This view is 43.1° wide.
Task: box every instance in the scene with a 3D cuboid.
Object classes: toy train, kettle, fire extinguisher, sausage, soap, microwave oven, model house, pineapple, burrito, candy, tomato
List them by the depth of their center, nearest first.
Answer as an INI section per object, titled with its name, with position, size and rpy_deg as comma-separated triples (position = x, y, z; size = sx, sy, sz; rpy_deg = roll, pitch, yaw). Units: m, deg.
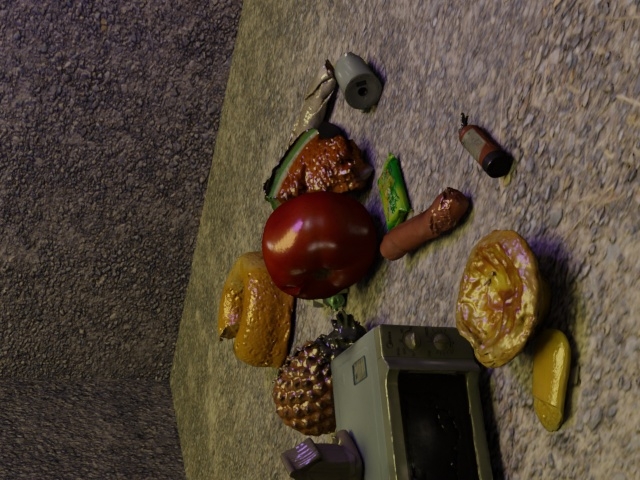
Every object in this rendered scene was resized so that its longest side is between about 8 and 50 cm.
[soap]
position = 0.367, 0.225, 1.293
size = 0.089, 0.033, 0.168
rpy_deg = 176, 97, -76
[model house]
position = -0.015, 0.468, 1.471
size = 0.122, 0.188, 0.229
rpy_deg = 11, 97, 54
[microwave oven]
position = 0.174, 0.363, 1.523
size = 0.286, 0.218, 0.355
rpy_deg = 128, 141, -58
[fire extinguisher]
position = 0.302, -0.183, 1.536
size = 0.177, 0.050, 0.062
rpy_deg = -115, 17, -52
[sausage]
position = 0.215, -0.029, 1.706
size = 0.304, 0.078, 0.078
rpy_deg = 140, 131, -61
[candy]
position = 0.168, -0.110, 1.903
size = 0.102, 0.032, 0.178
rpy_deg = 120, 148, -49
[pineapple]
position = 0.026, 0.300, 1.985
size = 0.357, 0.223, 0.223
rpy_deg = -63, 29, 30
[tomato]
position = 0.000, 0.000, 2.000
size = 0.298, 0.298, 0.226
rpy_deg = 116, 152, -45
[kettle]
position = 0.100, -0.405, 2.093
size = 0.098, 0.127, 0.148
rpy_deg = -42, 33, 15
[toy train]
position = 0.014, 0.128, 2.214
size = 0.194, 0.081, 0.125
rpy_deg = -165, 70, -67
[burrito]
position = -0.034, -0.357, 2.426
size = 0.117, 0.076, 0.392
rpy_deg = -92, 20, -50

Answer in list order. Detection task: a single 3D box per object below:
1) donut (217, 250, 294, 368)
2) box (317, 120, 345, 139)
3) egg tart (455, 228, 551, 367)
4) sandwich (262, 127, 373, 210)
[donut]
position = -0.222, 0.207, 2.700
size = 0.435, 0.163, 0.377
rpy_deg = -164, 80, -70
[box]
position = 0.014, -0.233, 2.331
size = 0.201, 0.042, 0.212
rpy_deg = -132, 51, -63
[egg tart]
position = 0.314, 0.098, 1.363
size = 0.241, 0.106, 0.241
rpy_deg = -172, 90, -71
[sandwich]
position = 0.021, -0.171, 2.145
size = 0.301, 0.162, 0.250
rpy_deg = 4, 60, 46
